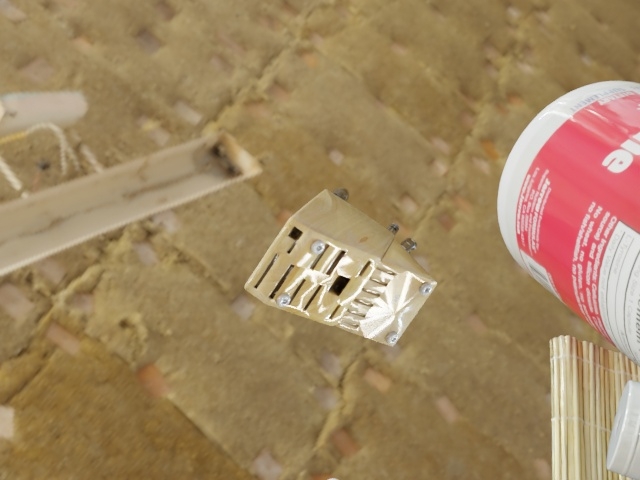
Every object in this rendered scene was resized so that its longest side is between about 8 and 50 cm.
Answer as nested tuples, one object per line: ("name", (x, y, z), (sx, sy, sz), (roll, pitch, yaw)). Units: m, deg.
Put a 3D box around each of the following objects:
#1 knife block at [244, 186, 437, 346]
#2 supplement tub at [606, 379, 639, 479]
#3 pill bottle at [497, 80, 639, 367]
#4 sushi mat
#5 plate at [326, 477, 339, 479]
("knife block", (0.000, 0.000, 1.244), (0.276, 0.088, 0.242), (21, -163, -41))
("supplement tub", (0.264, 0.145, 0.818), (0.107, 0.071, 0.071), (15, -143, 10))
("pill bottle", (0.348, 0.018, 1.025), (0.229, 0.229, 0.407), (19, -165, -29))
("sushi mat", (0.276, 0.233, 1.017), (0.152, 0.019, 0.316), (14, -129, -9))
("plate", (0.021, 0.402, 1.136), (0.277, 0.045, 0.278), (29, -109, 35))
